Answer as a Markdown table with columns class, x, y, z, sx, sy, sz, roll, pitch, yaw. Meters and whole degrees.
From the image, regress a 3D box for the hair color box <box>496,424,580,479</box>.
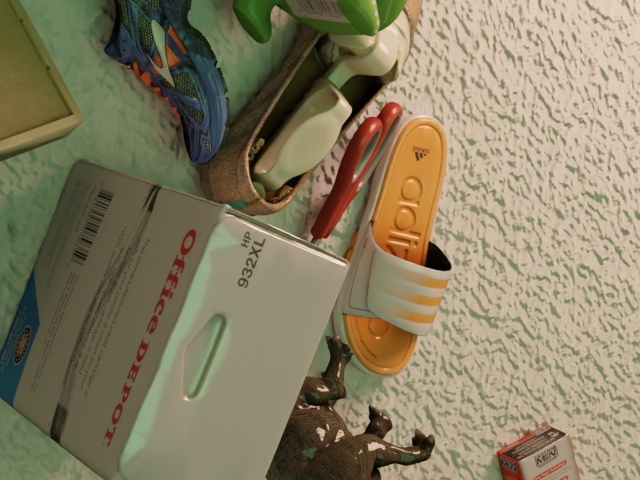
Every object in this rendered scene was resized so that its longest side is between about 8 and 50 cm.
| class | x | y | z | sx | sy | sz | roll | pitch | yaw |
| --- | --- | --- | --- | --- | --- | --- | --- | --- | --- |
| hair color box | 0.245 | 0.279 | 1.707 | 0.072 | 0.043 | 0.141 | -24 | 111 | -24 |

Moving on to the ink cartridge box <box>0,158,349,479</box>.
| class | x | y | z | sx | sy | sz | roll | pitch | yaw |
| --- | --- | --- | --- | --- | --- | --- | --- | --- | --- |
| ink cartridge box | -0.135 | 0.073 | 1.302 | 0.129 | 0.307 | 0.223 | 23 | 88 | -30 |

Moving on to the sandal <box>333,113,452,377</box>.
| class | x | y | z | sx | sy | sz | roll | pitch | yaw |
| --- | --- | --- | --- | --- | --- | --- | --- | --- | --- |
| sandal | 0.083 | 0.008 | 1.548 | 0.102 | 0.076 | 0.265 | 8 | 95 | -30 |

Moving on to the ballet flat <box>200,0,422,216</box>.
| class | x | y | z | sx | sy | sz | roll | pitch | yaw |
| --- | --- | --- | --- | --- | --- | --- | --- | --- | --- |
| ballet flat | 0.015 | -0.143 | 1.464 | 0.107 | 0.106 | 0.316 | 40 | 79 | -25 |

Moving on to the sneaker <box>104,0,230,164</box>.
| class | x | y | z | sx | sy | sz | roll | pitch | yaw |
| --- | --- | --- | --- | --- | --- | --- | --- | --- | --- |
| sneaker | -0.145 | -0.167 | 1.397 | 0.087 | 0.083 | 0.221 | -23 | 104 | -10 |

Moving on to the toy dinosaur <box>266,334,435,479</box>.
| class | x | y | z | sx | sy | sz | roll | pitch | yaw |
| --- | --- | --- | --- | --- | --- | --- | --- | --- | --- |
| toy dinosaur | 0.001 | 0.197 | 1.479 | 0.160 | 0.121 | 0.313 | -39 | 81 | -27 |

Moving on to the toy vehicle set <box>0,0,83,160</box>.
| class | x | y | z | sx | sy | sz | roll | pitch | yaw |
| --- | --- | --- | --- | --- | --- | --- | --- | --- | --- |
| toy vehicle set | -0.332 | -0.122 | 1.234 | 0.267 | 0.035 | 0.166 | -26 | 86 | -42 |

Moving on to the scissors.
| class | x | y | z | sx | sy | sz | roll | pitch | yaw |
| --- | --- | --- | --- | --- | --- | --- | --- | --- | --- |
| scissors | 0.000 | 0.000 | 1.523 | 0.021 | 0.109 | 0.297 | 29 | 106 | 9 |

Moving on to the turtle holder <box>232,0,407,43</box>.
| class | x | y | z | sx | sy | sz | roll | pitch | yaw |
| --- | --- | --- | --- | --- | --- | --- | --- | --- | --- |
| turtle holder | -0.013 | -0.340 | 1.352 | 0.320 | 0.243 | 0.227 | 44 | 67 | -10 |
